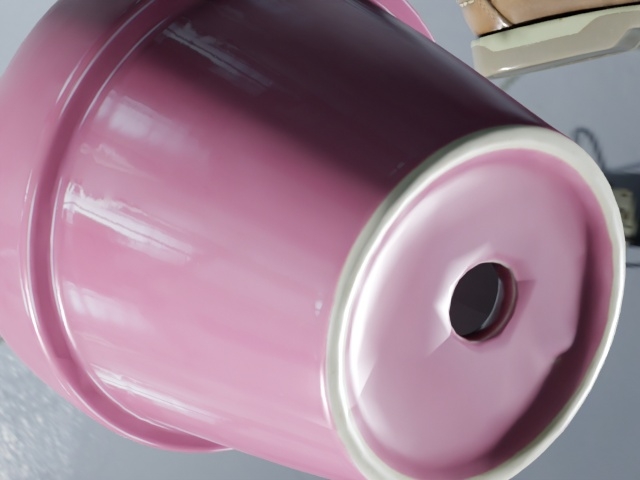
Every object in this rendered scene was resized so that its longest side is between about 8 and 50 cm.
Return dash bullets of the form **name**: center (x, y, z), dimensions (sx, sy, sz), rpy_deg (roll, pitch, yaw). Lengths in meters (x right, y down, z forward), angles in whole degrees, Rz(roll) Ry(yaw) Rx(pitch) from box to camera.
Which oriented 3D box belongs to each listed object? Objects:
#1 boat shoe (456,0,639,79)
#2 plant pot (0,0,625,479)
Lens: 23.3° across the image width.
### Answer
- **boat shoe**: center (0.230, -0.180, 0.936), dimensions (0.307, 0.111, 0.104), rpy_deg (-12, 91, 12)
- **plant pot**: center (0.000, 0.000, 0.558), dimensions (0.201, 0.180, 0.201), rpy_deg (-14, 115, -33)
